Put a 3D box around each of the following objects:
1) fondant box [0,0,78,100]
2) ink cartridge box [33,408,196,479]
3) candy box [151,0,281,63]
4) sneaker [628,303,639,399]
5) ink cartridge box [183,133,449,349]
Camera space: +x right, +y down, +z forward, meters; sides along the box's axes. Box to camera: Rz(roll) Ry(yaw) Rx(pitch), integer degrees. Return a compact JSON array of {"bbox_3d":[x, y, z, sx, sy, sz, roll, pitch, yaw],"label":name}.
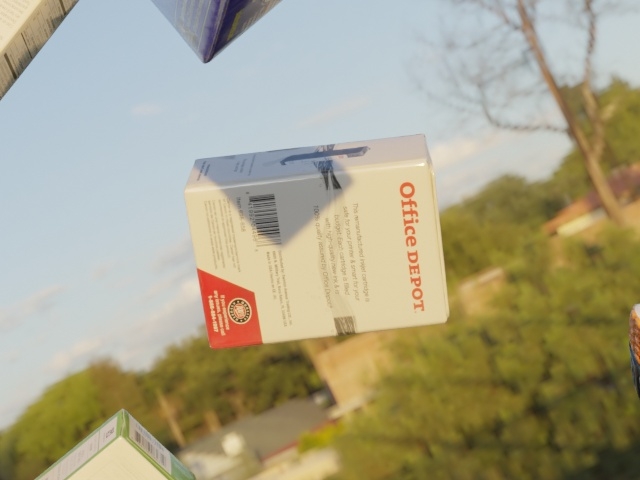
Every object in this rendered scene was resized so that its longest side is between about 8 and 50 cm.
[{"bbox_3d":[-0.404,-0.350,1.890,0.330,0.238,0.096,-55,-10,-16],"label":"fondant box"},{"bbox_3d":[-0.235,0.275,1.557,0.209,0.109,0.062,-40,21,10],"label":"ink cartridge box"},{"bbox_3d":[-0.118,-0.274,0.887,0.122,0.317,0.268,-41,3,-7],"label":"candy box"},{"bbox_3d":[0.310,0.120,1.046,0.121,0.262,0.099,-25,-44,-15],"label":"sneaker"},{"bbox_3d":[0.000,0.000,1.768,0.272,0.197,0.114,-6,21,5],"label":"ink cartridge box"}]
